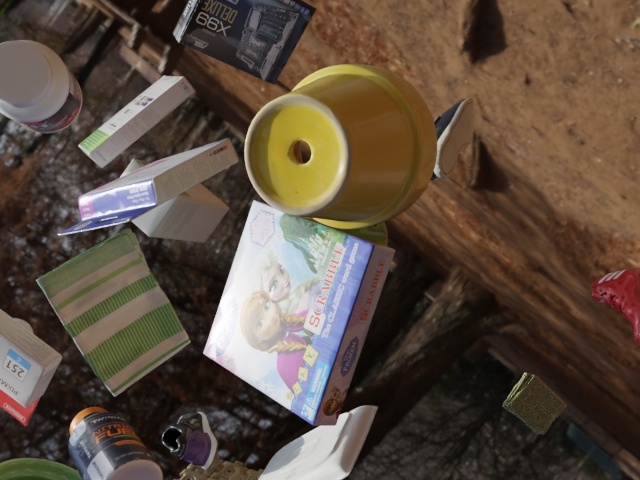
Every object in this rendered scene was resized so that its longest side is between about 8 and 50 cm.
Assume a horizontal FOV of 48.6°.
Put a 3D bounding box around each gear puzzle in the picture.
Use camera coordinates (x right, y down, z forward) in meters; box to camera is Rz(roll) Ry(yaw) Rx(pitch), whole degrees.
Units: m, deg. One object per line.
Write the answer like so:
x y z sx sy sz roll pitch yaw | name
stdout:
-0.226 0.680 1.927 0.339 0.044 0.175 10 -158 23 | gear puzzle

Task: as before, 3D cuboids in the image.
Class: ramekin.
-0.739 0.715 1.852 0.303 0.148 0.303 24 -175 -2 | ramekin

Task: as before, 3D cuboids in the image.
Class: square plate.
-0.036 0.548 1.761 0.049 0.347 0.344 55 -160 -2 | square plate

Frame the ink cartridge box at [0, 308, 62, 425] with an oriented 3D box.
-0.753 0.270 1.595 0.296 0.261 0.066 36 -152 4 | ink cartridge box

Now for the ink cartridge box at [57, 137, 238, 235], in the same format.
-0.405 -0.123 1.623 0.324 0.330 0.071 -7 110 43 | ink cartridge box

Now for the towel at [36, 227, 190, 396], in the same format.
-0.468 0.167 1.657 0.038 0.248 0.325 -4 116 52 | towel

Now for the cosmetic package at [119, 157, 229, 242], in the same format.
-0.457 -0.113 2.175 0.197 0.155 0.365 39 -171 13 | cosmetic package

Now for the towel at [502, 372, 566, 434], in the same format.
0.516 0.393 1.708 0.148 0.110 0.027 39 -179 -17 | towel

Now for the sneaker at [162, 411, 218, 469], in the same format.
-0.374 0.524 1.940 0.124 0.107 0.283 23 174 -22 | sneaker

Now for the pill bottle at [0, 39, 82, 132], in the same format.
-0.644 -0.345 1.588 0.176 0.176 0.318 36 175 -9 | pill bottle

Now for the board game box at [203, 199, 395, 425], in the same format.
-0.051 0.117 1.276 0.318 0.319 0.066 20 -177 43 | board game box

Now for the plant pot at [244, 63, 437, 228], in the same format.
0.019 -0.133 1.043 0.254 0.254 0.239 38 -157 14 | plant pot

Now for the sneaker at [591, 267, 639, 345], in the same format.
0.647 0.146 1.511 0.087 0.128 0.221 61 -143 -25 | sneaker

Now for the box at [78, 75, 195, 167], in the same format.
-0.506 -0.331 1.935 0.058 0.322 0.232 54 168 -25 | box

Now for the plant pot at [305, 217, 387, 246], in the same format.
0.036 -0.004 1.575 0.276 0.276 0.254 37 177 -5 | plant pot

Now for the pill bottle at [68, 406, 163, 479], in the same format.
-0.418 0.427 1.406 0.130 0.130 0.245 34 176 -41 | pill bottle

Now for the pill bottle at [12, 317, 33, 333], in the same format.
-0.870 0.304 1.942 0.121 0.121 0.221 36 -167 -14 | pill bottle

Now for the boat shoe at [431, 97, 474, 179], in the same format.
0.232 -0.194 1.339 0.079 0.254 0.095 2 131 30 | boat shoe

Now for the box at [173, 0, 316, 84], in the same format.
-0.201 -0.584 1.885 0.307 0.242 0.076 18 -155 -36 | box
